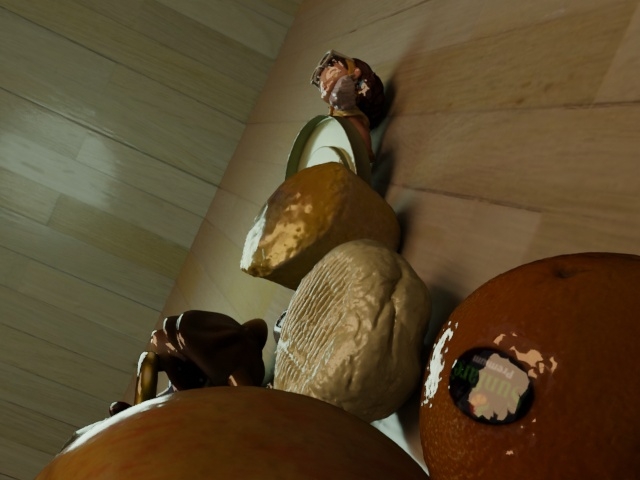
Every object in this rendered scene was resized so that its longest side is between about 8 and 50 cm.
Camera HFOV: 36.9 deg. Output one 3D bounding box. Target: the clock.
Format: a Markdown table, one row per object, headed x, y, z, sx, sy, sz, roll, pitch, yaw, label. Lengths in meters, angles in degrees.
| x | y | z | sx | sy | sz | roll | pitch | yaw | label |
| --- | --- | --- | --- | --- | --- | --- | --- | --- | --- |
| 0.004 | -0.078 | 1.481 | 0.235 | 0.029 | 0.235 | -5 | 84 | 59 | clock |

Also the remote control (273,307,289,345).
| x | y | z | sx | sy | sz | roll | pitch | yaw | label |
| --- | --- | --- | --- | --- | --- | --- | --- | --- | --- |
| -0.006 | 0.127 | 1.314 | 0.090 | 0.066 | 0.266 | -69 | 14 | -8 | remote control |

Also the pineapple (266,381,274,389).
| x | y | z | sx | sy | sz | roll | pitch | yaw | label |
| --- | --- | --- | --- | --- | --- | --- | --- | --- | --- |
| -0.038 | 0.238 | 1.208 | 0.125 | 0.125 | 0.251 | -62 | 5 | 15 | pineapple |

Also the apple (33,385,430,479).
| x | y | z | sx | sy | sz | roll | pitch | yaw | label |
| --- | --- | --- | --- | --- | --- | --- | --- | --- | --- |
| -0.073 | 0.297 | 0.731 | 0.391 | 0.346 | 0.391 | -52 | 25 | 36 | apple |

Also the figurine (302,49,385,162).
| x | y | z | sx | sy | sz | roll | pitch | yaw | label |
| --- | --- | --- | --- | --- | --- | --- | --- | --- | --- |
| 0.044 | -0.210 | 1.583 | 0.240 | 0.115 | 0.175 | -88 | 24 | -43 | figurine |

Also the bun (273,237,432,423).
| x | y | z | sx | sy | sz | roll | pitch | yaw | label |
| --- | --- | --- | --- | --- | --- | --- | --- | --- | --- |
| 0.045 | 0.107 | 1.033 | 0.220 | 0.134 | 0.220 | -49 | 26 | 33 | bun |

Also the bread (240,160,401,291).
| x | y | z | sx | sy | sz | roll | pitch | yaw | label |
| --- | --- | --- | --- | --- | --- | --- | --- | --- | --- |
| 0.000 | -0.004 | 1.279 | 0.197 | 0.170 | 0.197 | -46 | 21 | 23 | bread |

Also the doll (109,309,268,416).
| x | y | z | sx | sy | sz | roll | pitch | yaw | label |
| --- | --- | --- | --- | --- | --- | --- | --- | --- | --- |
| -0.220 | 0.254 | 1.584 | 0.340 | 0.209 | 0.318 | -59 | 6 | 41 | doll |

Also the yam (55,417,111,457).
| x | y | z | sx | sy | sz | roll | pitch | yaw | label |
| --- | --- | --- | --- | --- | --- | --- | --- | --- | --- |
| -0.229 | 0.397 | 1.216 | 0.241 | 0.241 | 0.348 | -60 | 32 | 20 | yam |

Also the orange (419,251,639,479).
| x | y | z | sx | sy | sz | roll | pitch | yaw | label |
| --- | --- | --- | --- | --- | --- | --- | --- | --- | --- |
| 0.155 | 0.097 | 0.546 | 0.206 | 0.206 | 0.206 | -58 | 16 | 28 | orange |
